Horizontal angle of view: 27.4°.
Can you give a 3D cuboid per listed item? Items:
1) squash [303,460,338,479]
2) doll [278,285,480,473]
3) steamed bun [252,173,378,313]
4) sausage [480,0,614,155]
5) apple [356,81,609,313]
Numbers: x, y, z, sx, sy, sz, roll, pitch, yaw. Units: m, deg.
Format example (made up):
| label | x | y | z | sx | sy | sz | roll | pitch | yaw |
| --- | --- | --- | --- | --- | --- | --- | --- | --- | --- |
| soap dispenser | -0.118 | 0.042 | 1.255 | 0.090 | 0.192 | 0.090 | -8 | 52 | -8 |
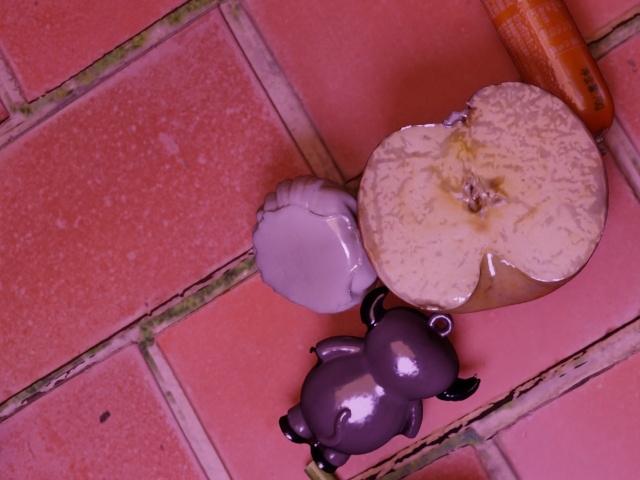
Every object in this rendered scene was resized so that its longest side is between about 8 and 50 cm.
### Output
| label | x | y | z | sx | sy | sz | roll | pitch | yaw |
| --- | --- | --- | --- | --- | --- | --- | --- | --- | --- |
| squash | 0.015 | 0.319 | 1.692 | 0.027 | 0.027 | 0.083 | -45 | 79 | 9 |
| doll | 0.071 | 0.178 | 1.635 | 0.182 | 0.117 | 0.257 | 42 | 102 | -6 |
| steamed bun | 0.000 | 0.000 | 1.651 | 0.183 | 0.106 | 0.182 | 16 | 122 | 27 |
| sausage | 0.275 | -0.242 | 1.609 | 0.093 | 0.093 | 0.312 | -28 | 83 | 12 |
| apple | 0.196 | -0.041 | 1.587 | 0.293 | 0.163 | 0.251 | -14 | 81 | 7 |
